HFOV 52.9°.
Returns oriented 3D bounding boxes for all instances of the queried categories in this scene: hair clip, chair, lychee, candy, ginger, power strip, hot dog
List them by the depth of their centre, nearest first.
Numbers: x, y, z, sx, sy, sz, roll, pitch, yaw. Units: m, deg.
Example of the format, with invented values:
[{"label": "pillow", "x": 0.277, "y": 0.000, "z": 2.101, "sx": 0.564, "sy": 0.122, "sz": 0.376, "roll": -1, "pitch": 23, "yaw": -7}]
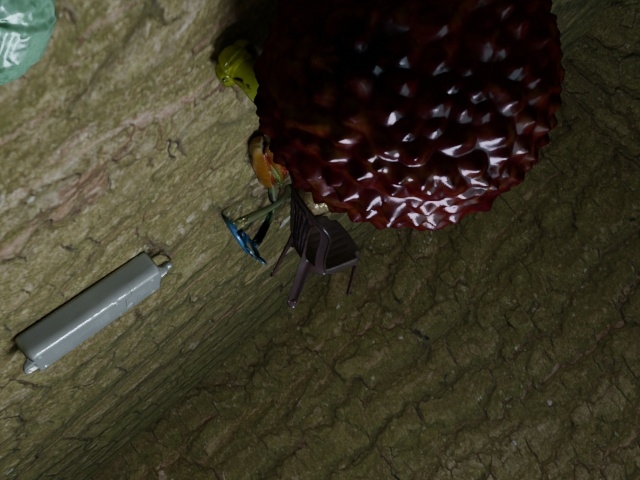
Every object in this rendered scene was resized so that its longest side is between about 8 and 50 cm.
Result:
[{"label": "candy", "x": -0.343, "y": -0.078, "z": 0.568, "sx": 0.119, "sy": 0.119, "sz": 0.440, "roll": -27, "pitch": 160, "yaw": -54}, {"label": "lychee", "x": 0.140, "y": -0.231, "z": 0.913, "sx": 0.500, "sy": 0.424, "sz": 0.424, "roll": -31, "pitch": 165, "yaw": -33}, {"label": "hair clip", "x": -0.108, "y": -0.247, "z": 0.943, "sx": 0.072, "sy": 0.046, "sz": 0.173, "roll": -53, "pitch": 169, "yaw": 6}, {"label": "power strip", "x": -0.429, "y": 0.129, "z": 1.238, "sx": 0.338, "sy": 0.058, "sz": 0.098, "roll": -37, "pitch": 167, "yaw": -25}, {"label": "hot dog", "x": -0.093, "y": -0.160, "z": 1.293, "sx": 0.092, "sy": 0.062, "sz": 0.235, "roll": -45, "pitch": 170, "yaw": -5}, {"label": "chair", "x": 0.000, "y": 0.000, "z": 1.548, "sx": 0.183, "sy": 0.175, "sz": 0.326, "roll": -18, "pitch": 147, "yaw": -29}, {"label": "ginger", "x": 0.000, "y": -0.124, "z": 1.655, "sx": 0.216, "sy": 0.102, "sz": 0.157, "roll": -47, "pitch": -168, "yaw": 10}]

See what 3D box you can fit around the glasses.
[{"label": "glasses", "x": -0.149, "y": -0.061, "z": 1.495, "sx": 0.239, "sy": 0.102, "sz": 0.207, "roll": 69, "pitch": 42, "yaw": -77}]
